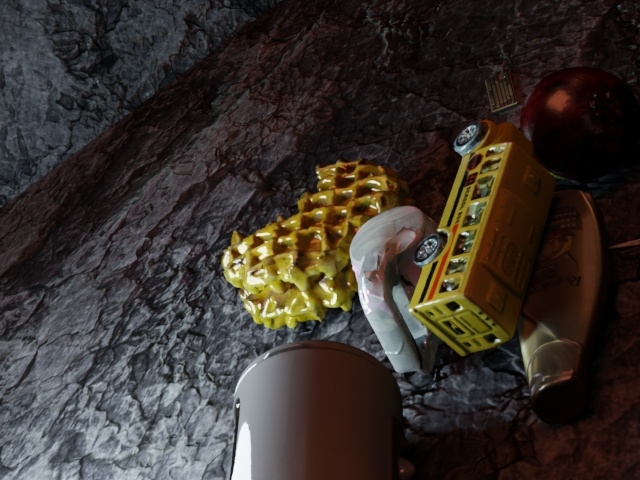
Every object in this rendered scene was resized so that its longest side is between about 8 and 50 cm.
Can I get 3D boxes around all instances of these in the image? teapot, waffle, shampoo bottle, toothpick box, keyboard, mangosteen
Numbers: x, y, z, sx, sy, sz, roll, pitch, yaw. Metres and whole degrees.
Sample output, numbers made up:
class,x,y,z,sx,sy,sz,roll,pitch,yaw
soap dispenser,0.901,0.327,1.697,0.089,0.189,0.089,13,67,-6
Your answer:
class,x,y,z,sx,sy,sz,roll,pitch,yaw
teapot,0.107,0.061,1.354,0.163,0.178,0.221,3,47,49
waffle,0.000,0.000,1.598,0.324,0.151,0.261,-43,27,-13
shampoo bottle,0.303,0.074,1.234,0.126,0.084,0.350,-23,31,31
toothpick box,0.003,0.284,1.098,0.229,0.229,0.316,-23,33,19
keyboard,0.332,-0.274,1.801,0.049,0.015,0.129,-23,30,19
mangosteen,0.373,-0.165,1.455,0.200,0.200,0.200,-25,30,16

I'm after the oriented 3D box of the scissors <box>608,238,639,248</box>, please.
class,x,y,z,sx,sy,sz,roll,pitch,yaw
scissors,0.421,0.003,1.300,0.083,0.006,0.036,-15,36,31

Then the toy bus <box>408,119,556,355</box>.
class,x,y,z,sx,sy,sz,roll,pitch,yaw
toy bus,0.222,-0.020,1.284,0.123,0.121,0.335,-23,35,50
